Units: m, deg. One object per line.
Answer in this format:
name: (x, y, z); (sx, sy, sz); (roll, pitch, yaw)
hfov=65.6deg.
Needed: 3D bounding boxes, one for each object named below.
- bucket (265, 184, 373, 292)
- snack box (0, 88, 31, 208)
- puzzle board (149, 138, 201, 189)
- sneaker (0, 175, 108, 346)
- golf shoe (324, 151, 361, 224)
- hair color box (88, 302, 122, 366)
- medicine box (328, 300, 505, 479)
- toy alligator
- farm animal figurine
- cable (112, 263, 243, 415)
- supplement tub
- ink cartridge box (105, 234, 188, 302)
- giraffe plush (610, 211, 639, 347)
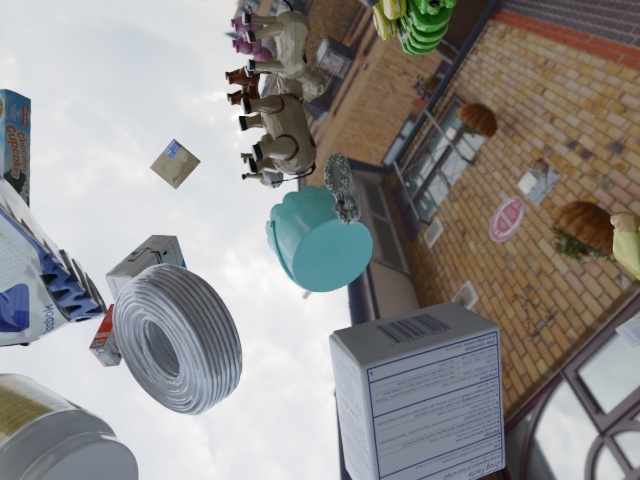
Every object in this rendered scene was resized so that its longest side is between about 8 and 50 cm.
bucket: (0.000, 0.000, 1.390); (0.281, 0.281, 0.183); (13, -155, -32)
snack box: (-0.597, -0.088, 0.858); (0.187, 0.322, 0.060); (-2, 176, 15)
puzzle board: (-0.411, -0.215, 1.409); (0.096, 0.128, 0.011); (42, -151, -16)
sneaker: (-0.433, 0.047, 0.640); (0.182, 0.316, 0.127); (-35, -133, -16)
golf shoe: (0.059, -0.127, 1.219); (0.086, 0.069, 0.176); (-13, -87, -65)
hair color box: (-0.607, 0.276, 1.465); (0.053, 0.093, 0.167); (-9, -141, 10)
medicine box: (0.174, 0.290, 0.892); (0.263, 0.290, 0.149); (-11, -166, -18)
toy alligator: (0.076, -0.171, 0.349); (0.190, 0.056, 0.051); (-106, -6, -89)
farm animal figurine: (-0.072, -0.275, 0.984); (0.172, 0.327, 0.330); (-10, -175, -17)
cable: (-0.242, 0.165, 0.829); (0.257, 0.257, 0.089); (31, -144, 26)
supplement tub: (-0.494, 0.379, 0.834); (0.331, 0.241, 0.241); (10, -167, 32)
ink cartridge box: (-0.440, 0.097, 1.289); (0.085, 0.148, 0.203); (2, -149, 18)
giraffe plush: (0.348, 0.006, 0.427); (0.182, 0.210, 0.170); (62, -155, 4)
